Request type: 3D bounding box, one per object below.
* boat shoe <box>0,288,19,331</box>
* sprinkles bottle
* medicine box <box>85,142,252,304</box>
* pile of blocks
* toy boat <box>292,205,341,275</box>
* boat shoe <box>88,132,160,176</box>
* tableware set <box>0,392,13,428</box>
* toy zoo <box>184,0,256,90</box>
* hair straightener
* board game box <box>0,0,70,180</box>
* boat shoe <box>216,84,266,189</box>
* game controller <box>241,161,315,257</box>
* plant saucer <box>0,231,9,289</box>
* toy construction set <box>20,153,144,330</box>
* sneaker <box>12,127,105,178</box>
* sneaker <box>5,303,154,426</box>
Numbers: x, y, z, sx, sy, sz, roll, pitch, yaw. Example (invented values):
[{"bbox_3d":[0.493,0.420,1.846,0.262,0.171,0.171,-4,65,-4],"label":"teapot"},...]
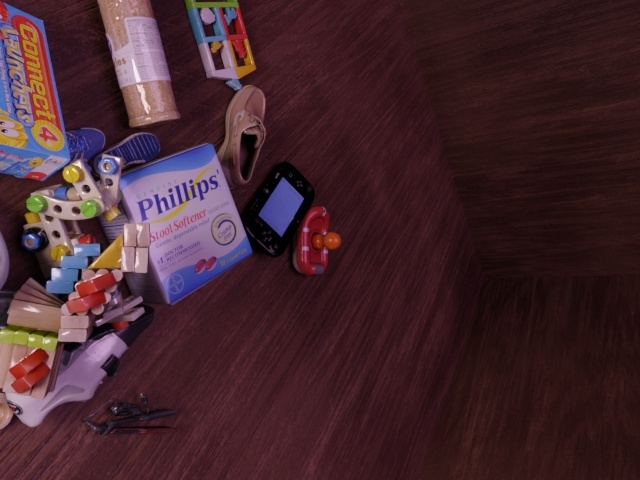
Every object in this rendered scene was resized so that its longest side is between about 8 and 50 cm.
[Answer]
[{"bbox_3d":[-0.608,0.100,0.845,0.335,0.121,0.119,30,74,-62],"label":"boat shoe"},{"bbox_3d":[-0.416,-0.439,1.176,0.121,0.121,0.356,-28,109,-53],"label":"sprinkles bottle"},{"bbox_3d":[-0.335,-0.041,1.195,0.263,0.149,0.290,-34,113,-43],"label":"medicine box"},{"bbox_3d":[-0.416,0.099,0.852,0.149,0.112,0.362,39,80,-13],"label":"pile of blocks"},{"bbox_3d":[0.000,0.000,1.708,0.151,0.151,0.231,9,80,-55],"label":"toy boat"},{"bbox_3d":[-0.441,-0.194,1.163,0.183,0.066,0.066,-40,119,-50],"label":"boat shoe"},{"bbox_3d":[-0.616,0.304,0.900,0.169,0.020,0.141,-51,127,-45],"label":"tableware set"},{"bbox_3d":[-0.276,-0.573,1.473,0.192,0.030,0.294,-36,116,-51],"label":"toy zoo"},{"bbox_3d":[-0.418,0.386,1.167,0.230,0.047,0.089,21,70,-48],"label":"hair straightener"},{"bbox_3d":[-0.585,-0.273,0.834,0.302,0.086,0.309,8,61,-60],"label":"board game box"},{"bbox_3d":[-0.204,-0.297,1.479,0.121,0.110,0.341,36,58,-48],"label":"boat shoe"},{"bbox_3d":[-0.125,-0.100,1.598,0.166,0.067,0.319,51,46,-28],"label":"game controller"},{"bbox_3d":[-0.633,-0.036,0.709,0.100,0.400,0.400,-41,133,3],"label":"plant saucer"},{"bbox_3d":[-0.443,0.014,0.992,0.151,0.214,0.328,-51,129,-85],"label":"toy construction set"},{"bbox_3d":[-0.513,-0.176,1.044,0.211,0.081,0.080,-43,120,-48],"label":"sneaker"},{"bbox_3d":[-0.471,0.240,1.053,0.330,0.122,0.146,-34,130,-51],"label":"sneaker"}]
